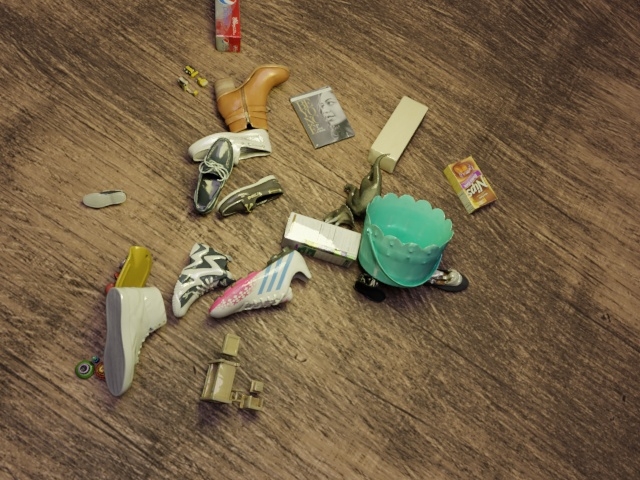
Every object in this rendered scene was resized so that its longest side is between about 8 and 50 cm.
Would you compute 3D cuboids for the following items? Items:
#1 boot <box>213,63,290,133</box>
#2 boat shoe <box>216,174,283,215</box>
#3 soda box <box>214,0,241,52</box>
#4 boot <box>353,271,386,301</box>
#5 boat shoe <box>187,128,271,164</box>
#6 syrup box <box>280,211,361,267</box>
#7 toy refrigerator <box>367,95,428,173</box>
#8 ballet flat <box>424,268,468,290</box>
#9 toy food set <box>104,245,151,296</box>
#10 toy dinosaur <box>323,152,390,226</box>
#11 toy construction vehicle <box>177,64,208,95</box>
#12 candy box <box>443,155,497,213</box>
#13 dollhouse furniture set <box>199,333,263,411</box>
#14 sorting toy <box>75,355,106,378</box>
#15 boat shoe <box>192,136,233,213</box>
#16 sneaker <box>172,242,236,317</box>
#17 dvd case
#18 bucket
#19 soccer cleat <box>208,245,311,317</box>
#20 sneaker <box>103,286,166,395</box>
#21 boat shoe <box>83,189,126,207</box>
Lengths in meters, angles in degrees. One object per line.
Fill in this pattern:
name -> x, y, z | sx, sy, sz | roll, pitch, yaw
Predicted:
boot -> -0.212, -0.477, 1.869 | 0.283, 0.109, 0.220 | -16, 72, -15
boat shoe -> -0.223, -0.133, 1.749 | 0.227, 0.081, 0.069 | -31, 74, -23
soda box -> -0.340, -0.820, 1.992 | 0.092, 0.083, 0.264 | -1, 70, -11
boot -> 0.160, 0.148, 1.710 | 0.121, 0.099, 0.045 | 27, 67, 0
boat shoe -> -0.291, -0.295, 1.789 | 0.276, 0.098, 0.096 | -16, 72, -18
syrup box -> 0.000, 0.000, 1.738 | 0.236, 0.093, 0.096 | 17, 67, -5
toy refrigerator -> 0.276, -0.377, 1.947 | 0.102, 0.094, 0.270 | 28, 65, 7
ballet flat -> 0.402, 0.123, 1.788 | 0.203, 0.074, 0.074 | 9, 67, -9
toy food set -> -0.569, 0.116, 1.565 | 0.071, 0.128, 0.218 | 14, 70, 16
toy dinosaur -> 0.148, -0.148, 1.770 | 0.121, 0.313, 0.160 | 31, 39, -27
toy construction vehicle -> -0.449, -0.554, 1.896 | 0.098, 0.035, 0.086 | 36, 55, 1
candy box -> 0.537, -0.199, 1.953 | 0.109, 0.053, 0.187 | -23, 77, -20
dollhouse furniture set -> -0.237, 0.380, 1.559 | 0.160, 0.101, 0.182 | 24, 63, -29
sorting toy -> -0.623, 0.348, 1.497 | 0.101, 0.042, 0.061 | 4, 68, -10
boat shoe -> -0.338, -0.205, 1.709 | 0.095, 0.079, 0.255 | 24, 89, -9
sneaker -> -0.334, 0.130, 1.615 | 0.152, 0.094, 0.235 | 14, 56, 3
dvd case -> 0.006, -0.444, 1.954 | 0.164, 0.018, 0.221 | -22, 75, -19
bucket -> 0.254, 0.002, 1.692 | 0.281, 0.183, 0.281 | 9, 37, -7
soccer cleat -> -0.170, 0.153, 1.631 | 0.331, 0.116, 0.143 | -36, 85, -20
sneaker -> -0.501, 0.272, 1.509 | 0.108, 0.169, 0.293 | 5, 93, 34
boat shoe -> -0.663, -0.132, 1.680 | 0.125, 0.038, 0.046 | -11, 113, -10
